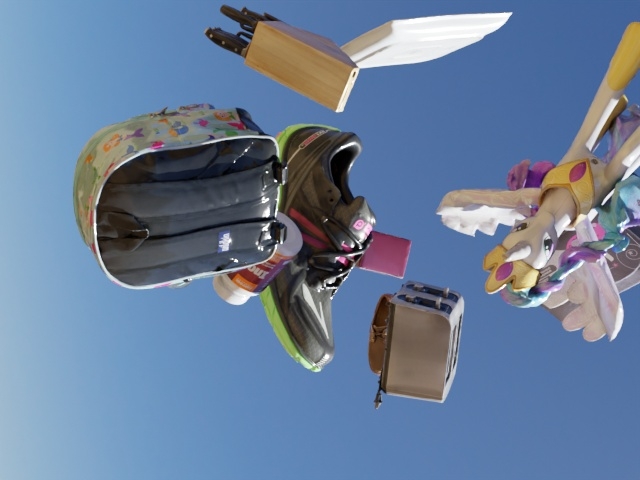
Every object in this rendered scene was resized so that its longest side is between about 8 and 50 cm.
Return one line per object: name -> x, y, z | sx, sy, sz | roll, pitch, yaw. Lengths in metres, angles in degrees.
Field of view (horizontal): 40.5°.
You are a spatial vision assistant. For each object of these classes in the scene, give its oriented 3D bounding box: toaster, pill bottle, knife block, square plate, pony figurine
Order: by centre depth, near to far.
pony figurine -> 0.318, -0.051, 1.125 | 0.303, 0.363, 0.351 | 35, -7, 16
pill bottle -> -0.101, 0.030, 1.337 | 0.152, 0.086, 0.086 | -49, -129, 33
toaster -> 0.165, 0.171, 1.424 | 0.168, 0.110, 0.186 | -28, 125, -70
knife block -> -0.082, -0.349, 1.607 | 0.088, 0.242, 0.276 | -68, -155, 23
square plate -> 0.231, -0.482, 2.115 | 0.347, 0.344, 0.049 | -7, -86, 63

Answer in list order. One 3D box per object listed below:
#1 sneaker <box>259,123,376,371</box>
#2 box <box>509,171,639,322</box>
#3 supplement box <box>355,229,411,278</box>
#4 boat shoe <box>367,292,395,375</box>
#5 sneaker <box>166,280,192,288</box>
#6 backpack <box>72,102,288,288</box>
sneaker -> 0.000, 0.000, 1.619 | 0.185, 0.202, 0.483 | 34, 55, -66
box -> 0.449, 0.004, 1.468 | 0.247, 0.163, 0.142 | -41, -162, 46
supplement box -> 0.093, 0.020, 1.788 | 0.188, 0.104, 0.081 | 10, -94, 67
boat shoe -> 0.131, 0.199, 1.866 | 0.064, 0.060, 0.178 | 4, -104, 27
sneaker -> -0.175, -0.043, 1.329 | 0.101, 0.267, 0.106 | 26, -22, 23
backpack -> -0.194, -0.060, 1.137 | 0.191, 0.253, 0.225 | 41, -42, 43
